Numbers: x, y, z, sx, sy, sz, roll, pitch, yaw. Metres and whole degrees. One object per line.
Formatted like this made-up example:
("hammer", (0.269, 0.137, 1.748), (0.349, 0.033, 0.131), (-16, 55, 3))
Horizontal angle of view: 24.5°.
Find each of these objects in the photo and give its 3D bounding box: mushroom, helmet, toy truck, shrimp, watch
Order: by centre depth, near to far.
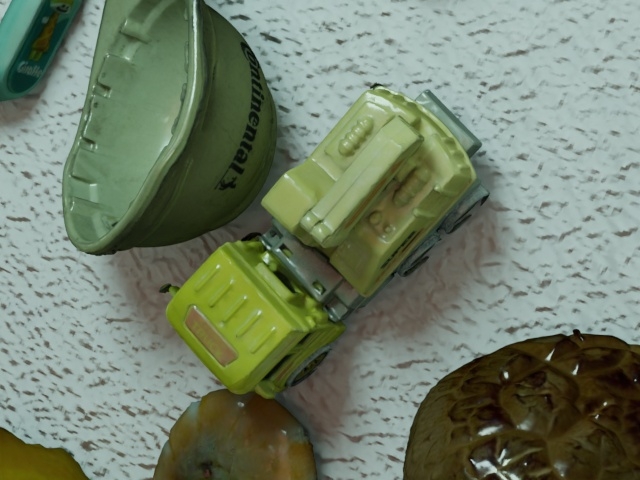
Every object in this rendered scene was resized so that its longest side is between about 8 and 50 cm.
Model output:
("mushroom", (0.180, 0.171, 1.046), (0.253, 0.253, 0.153), (24, 133, 18))
("toy truck", (0.000, 0.000, 1.135), (0.272, 0.157, 0.124), (-46, 77, 14))
("helmet", (-0.101, -0.101, 1.184), (0.204, 0.137, 0.257), (9, 85, 58))
("shrimp", (-0.080, 0.263, 1.218), (0.152, 0.063, 0.287), (7, 90, 22))
("watch", (-0.309, -0.222, 1.291), (0.195, 0.068, 0.237), (30, 100, 18))

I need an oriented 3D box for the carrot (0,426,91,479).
("carrot", (-0.312, 0.314, 1.211), (0.241, 0.241, 0.341), (42, 101, 15))
